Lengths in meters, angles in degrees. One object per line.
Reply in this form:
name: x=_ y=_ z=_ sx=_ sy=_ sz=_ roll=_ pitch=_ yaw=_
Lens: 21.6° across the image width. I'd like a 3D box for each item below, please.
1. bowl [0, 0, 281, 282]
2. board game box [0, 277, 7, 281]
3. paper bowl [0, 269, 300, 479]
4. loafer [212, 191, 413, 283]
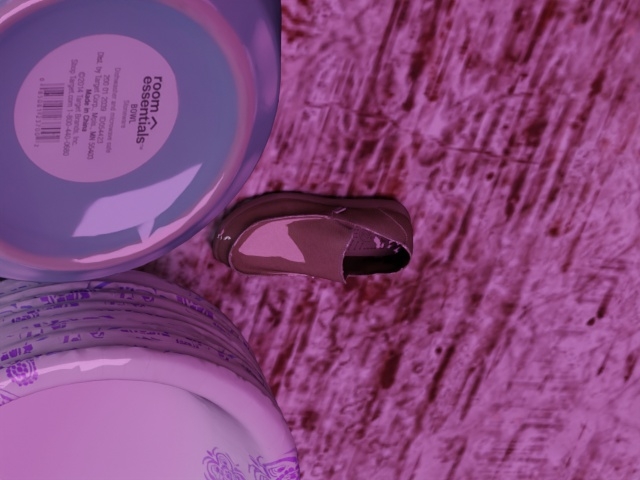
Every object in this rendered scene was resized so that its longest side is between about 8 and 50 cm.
bowl: x=-0.147 y=-0.098 z=0.942 sx=0.312 sy=0.163 sz=0.311 roll=-12 pitch=127 yaw=-16
board game box: x=-0.201 y=0.076 z=1.123 sx=0.154 sy=0.026 sz=0.103 roll=25 pitch=110 yaw=-35
paper bowl: x=-0.166 y=0.140 z=1.067 sx=0.284 sy=0.148 sz=0.284 roll=-12 pitch=129 yaw=-15
loafer: x=0.000 y=0.000 z=1.146 sx=0.148 sy=0.050 sz=0.056 roll=-7 pitch=125 yaw=-20
